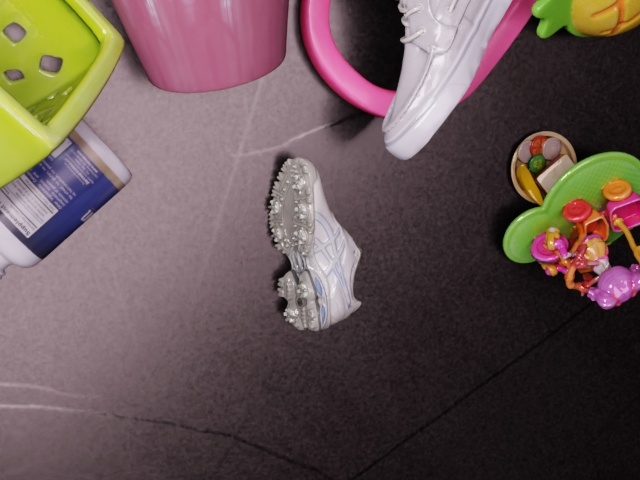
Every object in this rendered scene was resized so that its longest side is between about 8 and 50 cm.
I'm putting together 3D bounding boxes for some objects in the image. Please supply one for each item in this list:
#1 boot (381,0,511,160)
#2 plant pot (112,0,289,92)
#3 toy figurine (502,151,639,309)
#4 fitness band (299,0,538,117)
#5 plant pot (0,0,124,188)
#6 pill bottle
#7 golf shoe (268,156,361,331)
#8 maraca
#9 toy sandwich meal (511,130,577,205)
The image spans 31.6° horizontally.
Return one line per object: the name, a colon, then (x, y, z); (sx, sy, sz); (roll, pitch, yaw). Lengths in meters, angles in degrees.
boot: (0.095, -0.212, 1.046); (0.123, 0.095, 0.258); (31, 82, -16)
plant pot: (-0.106, -0.236, 0.982); (0.201, 0.201, 0.180); (-17, 120, -13)
toy figurine: (0.294, 0.015, 1.136); (0.173, 0.159, 0.130); (-25, 132, -3)
fitness band: (0.109, -0.257, 1.106); (0.209, 0.054, 0.291); (37, 89, -19)
plant pot: (-0.324, -0.139, 0.896); (0.207, 0.227, 0.228); (-35, 111, 23)
pill bottle: (-0.261, -0.035, 1.013); (0.169, 0.094, 0.094); (-42, 108, -5)
golf shoe: (0.000, 0.000, 1.125); (0.086, 0.069, 0.176); (-14, 107, -34)
maraca: (0.277, -0.256, 1.116); (0.185, 0.099, 0.127); (-17, 134, -38)
toy sandwich meal: (0.241, -0.073, 1.190); (0.085, 0.029, 0.086); (-3, 101, -16)
